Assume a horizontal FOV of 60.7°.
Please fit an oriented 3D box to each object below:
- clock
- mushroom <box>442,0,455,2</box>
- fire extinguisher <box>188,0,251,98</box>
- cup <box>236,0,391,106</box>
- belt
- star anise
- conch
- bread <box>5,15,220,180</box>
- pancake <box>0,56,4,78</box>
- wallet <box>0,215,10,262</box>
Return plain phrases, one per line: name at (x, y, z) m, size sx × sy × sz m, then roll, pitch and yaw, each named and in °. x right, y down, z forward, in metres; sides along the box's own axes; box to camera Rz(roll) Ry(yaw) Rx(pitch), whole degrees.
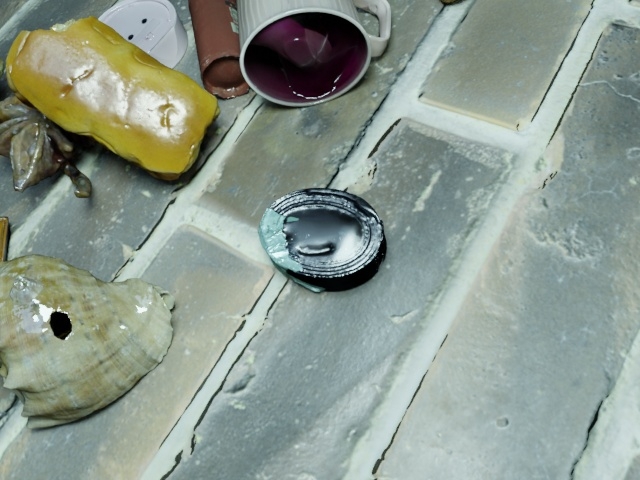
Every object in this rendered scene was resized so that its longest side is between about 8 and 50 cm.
clock at (-0.386, -0.426, 1.160) m, size 0.196 × 0.068 × 0.197 m, roll -5°, pitch 62°, yaw 10°
mushroom at (0.284, -0.511, 1.048) m, size 0.129 × 0.073 × 0.088 m, roll -21°, pitch 30°, yaw -1°
fire extinguisher at (-0.189, -0.444, 1.112) m, size 0.147 × 0.106 × 0.337 m, roll -4°, pitch 59°, yaw -18°
cup at (-0.013, -0.415, 0.988) m, size 0.288 × 0.208 × 0.273 m, roll -16°, pitch 59°, yaw 6°
belt at (0.000, 0.000, 0.840) m, size 0.198 × 0.078 × 0.151 m, roll 11°, pitch 70°, yaw 16°
star anise at (-0.508, -0.205, 1.049) m, size 0.349 × 0.109 × 0.292 m, roll 21°, pitch 63°, yaw 19°
conch at (-0.392, 0.142, 0.811) m, size 0.324 × 0.186 × 0.263 m, roll -11°, pitch 82°, yaw 11°
bread at (-0.351, -0.249, 0.939) m, size 0.344 × 0.149 × 0.195 m, roll 29°, pitch 72°, yaw -7°
pancake at (-0.735, -0.292, 1.117) m, size 0.241 × 0.050 × 0.242 m, roll -11°, pitch 55°, yaw 16°
wallet at (-0.640, 0.045, 0.962) m, size 0.161 × 0.042 × 0.195 m, roll -5°, pitch 60°, yaw -9°
